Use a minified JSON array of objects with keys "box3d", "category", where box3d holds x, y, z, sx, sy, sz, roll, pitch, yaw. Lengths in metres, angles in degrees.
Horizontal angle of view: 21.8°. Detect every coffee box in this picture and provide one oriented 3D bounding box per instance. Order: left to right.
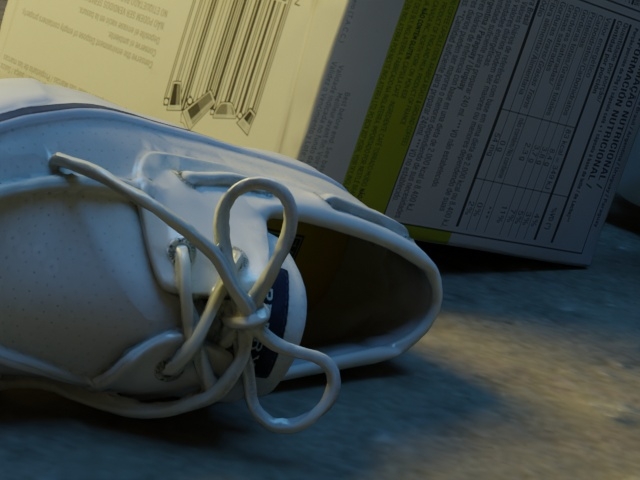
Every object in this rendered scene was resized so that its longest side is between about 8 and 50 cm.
[{"box3d":[0.030,-0.203,1.179,0.334,0.338,0.338,8,14,-46],"category":"coffee box"}]

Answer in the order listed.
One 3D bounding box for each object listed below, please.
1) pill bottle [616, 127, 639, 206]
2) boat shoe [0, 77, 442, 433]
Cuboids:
[{"box3d":[0.382,-0.102,1.459,0.188,0.187,0.334,24,19,37],"category":"pill bottle"},{"box3d":[-0.055,0.025,0.757,0.156,0.135,0.367,26,10,33],"category":"boat shoe"}]
